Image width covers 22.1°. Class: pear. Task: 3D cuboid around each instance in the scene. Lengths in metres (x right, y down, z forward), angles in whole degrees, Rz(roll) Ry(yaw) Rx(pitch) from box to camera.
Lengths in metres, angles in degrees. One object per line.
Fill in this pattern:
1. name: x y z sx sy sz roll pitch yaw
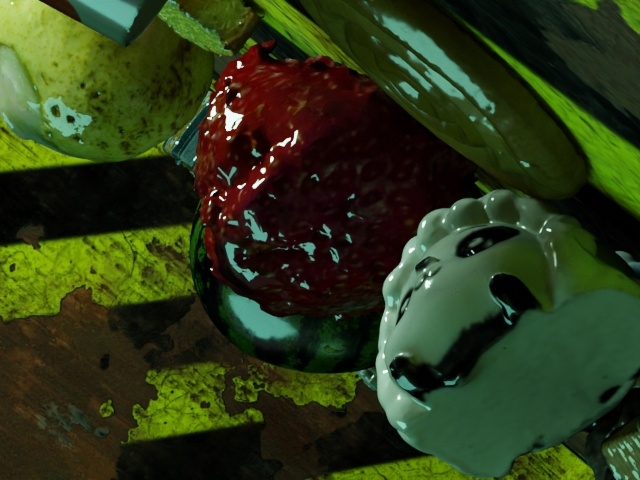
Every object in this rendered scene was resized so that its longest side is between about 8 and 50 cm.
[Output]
1. pear: -0.256 -0.227 1.896 0.271 0.271 0.271 40 177 2

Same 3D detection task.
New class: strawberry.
1. strawberry: 0.003 -0.035 1.380 0.274 0.220 0.274 40 173 6

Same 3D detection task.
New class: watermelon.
1. watermelon: -0.002 0.004 1.636 0.269 0.269 0.269 40 177 2

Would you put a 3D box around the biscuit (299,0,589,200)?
1. biscuit: 0.073 -0.111 1.104 0.262 0.037 0.262 40 177 3

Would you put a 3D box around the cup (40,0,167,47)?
1. cup: -0.221 -0.273 1.159 0.288 0.203 0.203 34 178 -4

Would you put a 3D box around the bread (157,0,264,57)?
1. bread: -0.120 -0.228 1.587 0.103 0.065 0.187 43 178 -17

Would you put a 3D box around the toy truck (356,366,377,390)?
1. toy truck: 0.134 0.100 1.888 0.173 0.207 0.387 41 177 -18

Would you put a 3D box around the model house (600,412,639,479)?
1. model house: 0.344 0.197 1.337 0.183 0.166 0.172 55 164 9

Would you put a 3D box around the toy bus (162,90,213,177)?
1. toy bus: -0.104 -0.106 2.621 0.275 0.138 0.167 40 176 -23

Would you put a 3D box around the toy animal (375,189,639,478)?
1. toy animal: 0.141 0.056 1.191 0.204 0.208 0.156 29 -149 -33

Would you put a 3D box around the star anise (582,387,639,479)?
1. star anise: 0.298 0.154 1.603 0.236 0.109 0.223 26 -152 -31
